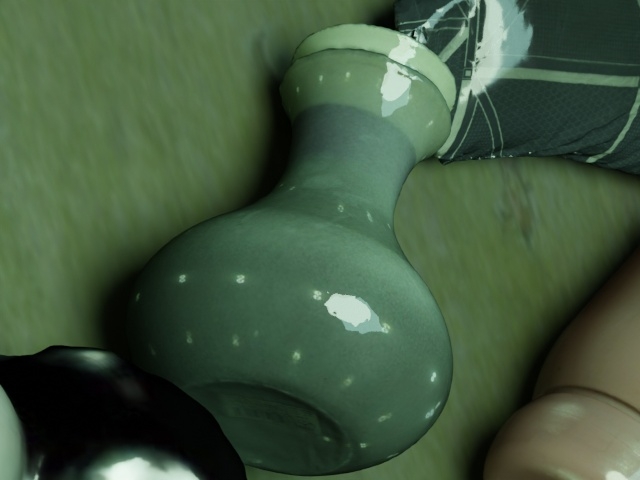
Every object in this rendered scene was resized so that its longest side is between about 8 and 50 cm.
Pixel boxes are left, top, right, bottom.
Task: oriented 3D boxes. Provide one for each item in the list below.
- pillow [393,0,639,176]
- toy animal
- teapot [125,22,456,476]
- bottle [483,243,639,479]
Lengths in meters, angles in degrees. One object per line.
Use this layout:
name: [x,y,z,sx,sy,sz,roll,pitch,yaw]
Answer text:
pillow: [0.177,-0.122,1.087,0.335,0.092,0.161,6,86,-37]
toy animal: [-0.172,0.141,0.710,0.267,0.212,0.212,6,82,-41]
teapot: [0.000,0.000,0.895,0.183,0.183,0.251,38,52,-29]
bottle: [0.242,0.118,1.071,0.297,0.173,0.206,-43,145,-33]
